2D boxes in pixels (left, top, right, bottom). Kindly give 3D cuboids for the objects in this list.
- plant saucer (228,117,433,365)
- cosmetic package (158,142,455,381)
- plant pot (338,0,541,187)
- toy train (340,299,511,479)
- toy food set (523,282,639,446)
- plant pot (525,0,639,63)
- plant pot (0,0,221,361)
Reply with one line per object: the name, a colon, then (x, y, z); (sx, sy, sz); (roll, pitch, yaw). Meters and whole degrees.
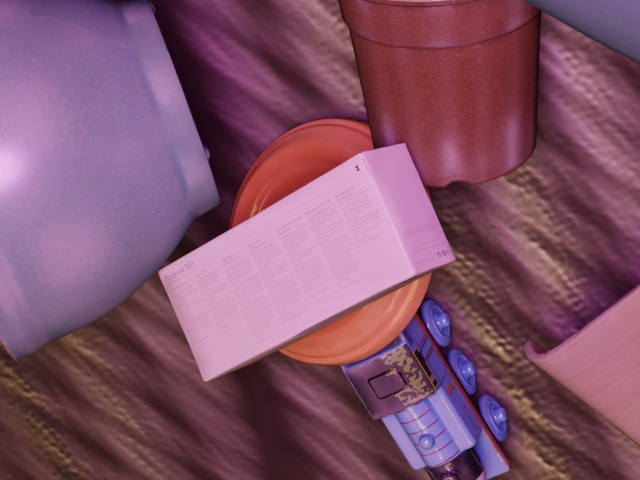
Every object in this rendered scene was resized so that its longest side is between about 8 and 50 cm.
plant saucer: (0.000, 0.000, 1.514); (0.200, 0.037, 0.200); (-3, 84, 35)
cosmetic package: (-0.014, 0.019, 1.443); (0.239, 0.060, 0.099); (-28, 84, 41)
plant pot: (0.093, -0.140, 1.418); (0.167, 0.167, 0.165); (3, 122, 16)
toy train: (0.088, 0.132, 1.566); (0.080, 0.105, 0.184); (-25, 104, 25)
toy food set: (0.342, 0.064, 1.480); (0.219, 0.092, 0.306); (39, 121, -16)
plant pot: (0.281, -0.232, 1.252); (0.235, 0.293, 0.293); (32, 120, -17)
plant pot: (-0.195, -0.077, 1.481); (0.196, 0.293, 0.293); (-21, 108, -4)
